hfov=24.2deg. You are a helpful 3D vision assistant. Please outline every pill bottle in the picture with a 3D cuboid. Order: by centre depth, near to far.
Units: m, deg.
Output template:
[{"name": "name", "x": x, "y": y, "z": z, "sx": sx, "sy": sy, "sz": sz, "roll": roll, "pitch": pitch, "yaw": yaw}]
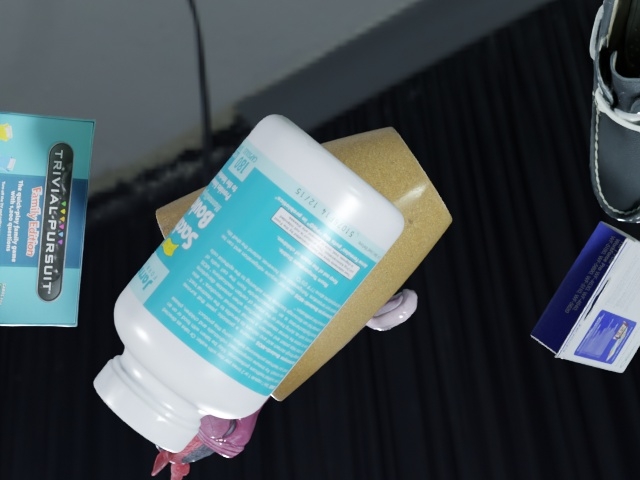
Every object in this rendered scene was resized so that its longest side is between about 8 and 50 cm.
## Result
[{"name": "pill bottle", "x": -0.065, "y": 0.040, "z": 1.196, "sx": 0.264, "sy": 0.146, "sz": 0.146, "roll": -51, "pitch": 134, "yaw": 2}]

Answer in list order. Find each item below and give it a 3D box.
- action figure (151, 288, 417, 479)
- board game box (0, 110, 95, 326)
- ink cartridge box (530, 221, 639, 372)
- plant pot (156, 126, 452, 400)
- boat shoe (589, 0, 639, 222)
[{"name": "action figure", "x": -0.082, "y": 0.149, "z": 1.833, "sx": 0.275, "sy": 0.248, "sz": 0.370, "roll": 29, "pitch": 97, "yaw": 1}, {"name": "board game box", "x": -0.435, "y": -0.030, "z": 1.722, "sx": 0.336, "sy": 0.254, "sz": 0.079, "roll": 3, "pitch": -175, "yaw": -39}, {"name": "ink cartridge box", "x": 0.351, "y": 0.071, "z": 1.832, "sx": 0.165, "sy": 0.065, "sz": 0.332, "roll": -59, "pitch": 156, "yaw": 5}, {"name": "plant pot", "x": 0.000, "y": 0.000, "z": 1.548, "sx": 0.254, "sy": 0.237, "sz": 0.237, "roll": -33, "pitch": 141, "yaw": 1}, {"name": "boat shoe", "x": 0.255, "y": -0.140, "z": 1.158, "sx": 0.091, "sy": 0.114, "sz": 0.302, "roll": -26, "pitch": 131, "yaw": -44}]
